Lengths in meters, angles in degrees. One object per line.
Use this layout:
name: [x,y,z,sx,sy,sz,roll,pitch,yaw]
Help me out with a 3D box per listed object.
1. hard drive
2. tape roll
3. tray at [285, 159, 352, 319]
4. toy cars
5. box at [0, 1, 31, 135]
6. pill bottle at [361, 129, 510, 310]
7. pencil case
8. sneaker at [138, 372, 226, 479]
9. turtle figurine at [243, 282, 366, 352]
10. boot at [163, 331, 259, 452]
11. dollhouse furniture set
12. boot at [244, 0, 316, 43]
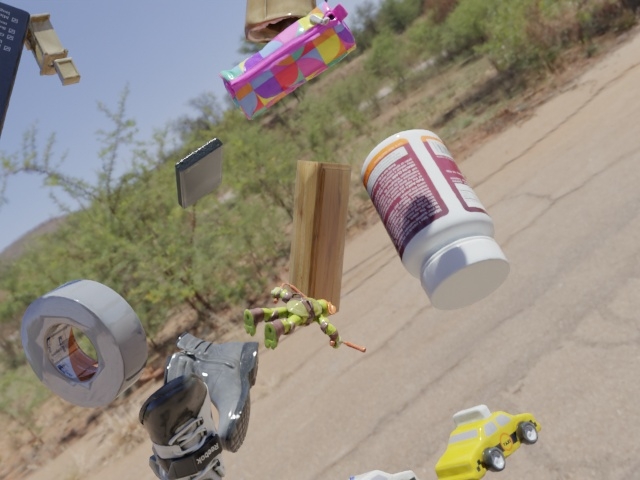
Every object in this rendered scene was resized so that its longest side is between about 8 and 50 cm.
hard drive: [-0.219,-0.120,1.186,0.094,0.022,0.135,-38,-15,-23]
tape roll: [-0.417,0.182,1.155,0.219,0.219,0.072,-28,6,28]
tray: [0.000,0.000,1.725,0.076,0.410,0.203,7,7,24]
toy cars: [0.154,0.346,1.006,0.394,0.087,0.176,-26,-11,-1]
box: [-0.751,-0.284,1.236,0.212,0.294,0.395,-43,41,46]
pill bottle: [0.262,-0.050,1.518,0.224,0.392,0.224,-15,-35,-11]
pencil case: [-0.053,-0.303,1.094,0.236,0.104,0.104,-35,9,7]
sneaker: [-0.210,0.345,1.083,0.122,0.146,0.330,-28,-33,-28]
turtle figurine: [-0.041,0.168,1.411,0.217,0.269,0.087,-13,-47,-45]
boot: [-0.277,0.367,1.592,0.223,0.118,0.338,5,30,0]
dollhouse furniture set: [-0.695,-0.427,1.564,0.161,0.182,0.101,-23,-8,-35]
boot: [-0.122,-0.486,1.202,0.236,0.269,0.089,-9,-20,23]
